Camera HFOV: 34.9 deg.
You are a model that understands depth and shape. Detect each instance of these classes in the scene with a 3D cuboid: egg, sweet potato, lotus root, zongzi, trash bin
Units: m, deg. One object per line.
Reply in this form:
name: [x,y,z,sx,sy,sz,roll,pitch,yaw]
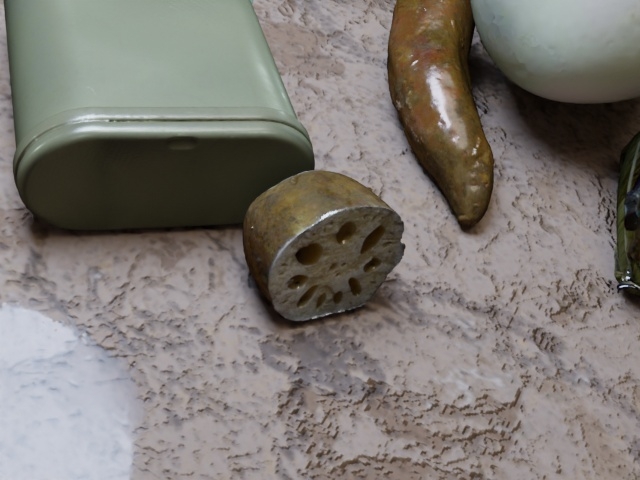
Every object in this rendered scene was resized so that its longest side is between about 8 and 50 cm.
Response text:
egg: [0.291,-0.282,0.992,0.283,0.283,0.345,39,76,13]
sweet potato: [0.113,-0.147,0.999,0.097,0.097,0.291,6,60,-14]
lotus root: [0.001,-0.002,0.827,0.122,0.112,0.081,-9,49,-23]
zongzi: [0.339,-0.060,0.923,0.094,0.204,0.204,20,51,0]
trash bin: [-0.150,-0.136,0.885,0.243,0.121,0.247,-4,51,-21]
